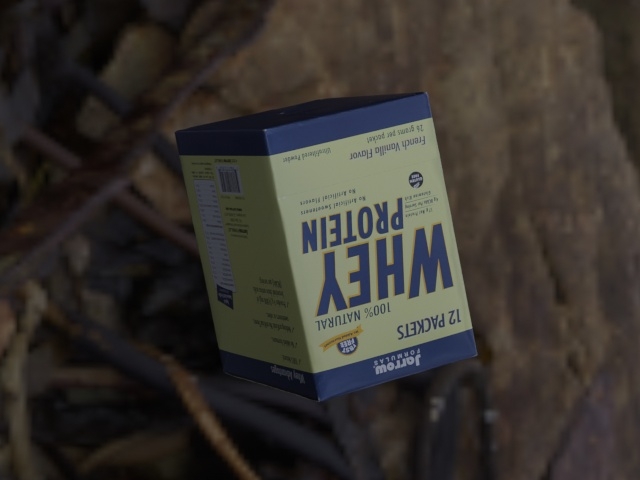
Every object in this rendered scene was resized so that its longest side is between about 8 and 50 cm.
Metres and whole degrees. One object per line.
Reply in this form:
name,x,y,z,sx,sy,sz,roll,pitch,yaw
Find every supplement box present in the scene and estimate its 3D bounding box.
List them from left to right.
supplement box,0.000,0.000,0.621,0.056,0.083,0.083,-14,98,-22
